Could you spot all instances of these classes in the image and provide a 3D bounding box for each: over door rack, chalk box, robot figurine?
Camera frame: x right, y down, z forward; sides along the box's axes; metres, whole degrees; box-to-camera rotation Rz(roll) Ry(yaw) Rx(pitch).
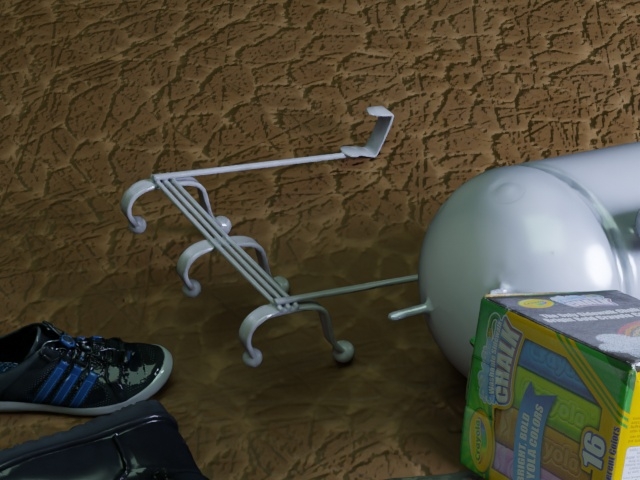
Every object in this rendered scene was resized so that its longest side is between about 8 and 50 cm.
[{"bbox_3d":[0.000,0.000,1.405,0.324,0.108,0.239,-19,46,-31],"label":"over door rack"},{"bbox_3d":[0.187,0.113,0.996,0.132,0.132,0.213,-1,13,-29],"label":"chalk box"},{"bbox_3d":[0.228,0.024,1.231,0.354,0.300,0.199,-12,74,-38],"label":"robot figurine"}]

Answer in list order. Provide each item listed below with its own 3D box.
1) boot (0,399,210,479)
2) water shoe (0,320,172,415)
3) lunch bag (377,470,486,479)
[{"bbox_3d":[-0.184,0.252,1.177,0.247,0.094,0.207,-23,44,-23],"label":"boot"},{"bbox_3d":[-0.242,0.117,1.324,0.203,0.080,0.073,-6,47,1],"label":"water shoe"},{"bbox_3d":[0.117,0.269,1.031,0.305,0.212,0.256,-3,28,-13],"label":"lunch bag"}]
